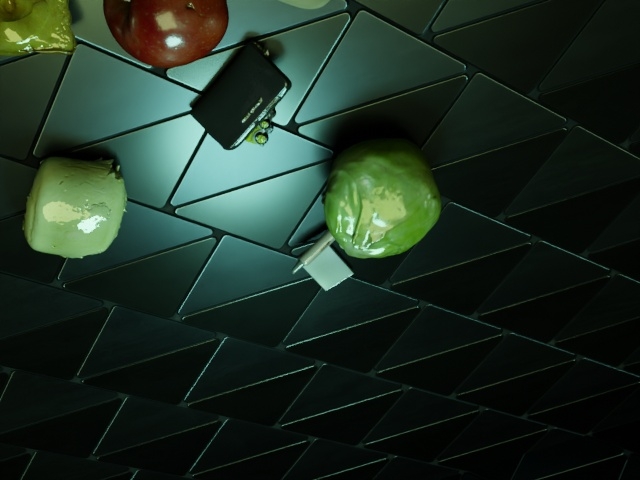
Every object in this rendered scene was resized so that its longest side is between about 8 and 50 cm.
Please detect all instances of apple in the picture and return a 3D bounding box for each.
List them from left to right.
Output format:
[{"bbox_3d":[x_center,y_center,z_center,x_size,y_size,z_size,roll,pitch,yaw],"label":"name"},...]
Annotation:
[{"bbox_3d":[-0.307,-0.478,1.467,0.217,0.260,0.260,-9,134,-36],"label":"apple"}]

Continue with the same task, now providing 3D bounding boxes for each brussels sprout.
[{"bbox_3d":[0.161,-0.112,1.867,0.328,0.247,0.327,1,115,2],"label":"brussels sprout"}]

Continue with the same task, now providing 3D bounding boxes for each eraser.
[{"bbox_3d":[0.015,0.075,2.118,0.104,0.023,0.150,-32,127,13],"label":"eraser"}]

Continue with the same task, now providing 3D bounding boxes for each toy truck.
[{"bbox_3d":[-0.153,-0.290,1.769,0.077,0.076,0.111,14,125,2],"label":"toy truck"}]

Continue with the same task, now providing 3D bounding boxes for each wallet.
[{"bbox_3d":[-0.184,-0.335,1.703,0.250,0.044,0.149,-43,92,21],"label":"wallet"}]

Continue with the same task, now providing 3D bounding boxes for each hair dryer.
[{"bbox_3d":[-0.008,-0.007,2.008,0.220,0.053,0.195,-31,127,-1],"label":"hair dryer"}]

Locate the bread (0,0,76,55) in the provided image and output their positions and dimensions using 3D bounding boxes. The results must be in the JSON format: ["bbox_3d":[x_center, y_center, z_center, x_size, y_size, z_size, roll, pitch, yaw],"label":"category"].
[{"bbox_3d":[-0.628,-0.461,1.497,0.233,0.088,0.160,-3,96,-18],"label":"bread"}]

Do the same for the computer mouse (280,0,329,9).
[{"bbox_3d":[-0.066,-0.580,1.547,0.237,0.082,0.145,18,122,-26],"label":"computer mouse"}]

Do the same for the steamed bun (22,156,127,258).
[{"bbox_3d":[-0.598,-0.069,1.780,0.232,0.166,0.272,16,123,-21],"label":"steamed bun"}]
